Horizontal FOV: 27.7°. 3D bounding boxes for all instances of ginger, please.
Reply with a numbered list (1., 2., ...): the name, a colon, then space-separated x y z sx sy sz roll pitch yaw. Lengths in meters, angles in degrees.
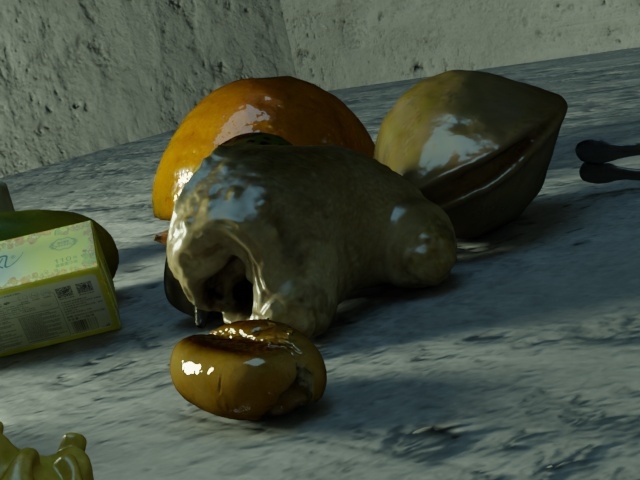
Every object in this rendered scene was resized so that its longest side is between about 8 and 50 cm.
1. ginger: 0.000 0.000 1.074 0.221 0.130 0.275 21 30 4

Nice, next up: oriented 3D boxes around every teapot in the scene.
1. teapot: -0.105 0.034 1.162 0.076 0.068 0.121 12 24 -13

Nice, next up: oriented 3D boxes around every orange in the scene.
1. orange: -0.066 -0.082 1.614 0.274 0.274 0.310 -4 38 39

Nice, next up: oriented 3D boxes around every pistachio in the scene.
1. pistachio: 0.146 -0.083 1.258 0.213 0.163 0.260 -36 13 6

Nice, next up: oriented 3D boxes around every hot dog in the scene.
1. hot dog: -0.053 0.088 0.858 0.090 0.060 0.140 -16 16 -39

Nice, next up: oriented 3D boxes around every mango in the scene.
1. mango: -0.282 0.017 1.288 0.137 0.091 0.237 -19 -9 8

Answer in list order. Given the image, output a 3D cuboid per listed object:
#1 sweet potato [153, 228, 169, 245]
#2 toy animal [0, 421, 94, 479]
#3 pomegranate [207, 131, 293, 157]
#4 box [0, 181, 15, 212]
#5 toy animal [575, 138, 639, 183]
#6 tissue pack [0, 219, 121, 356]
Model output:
1. sweet potato: -0.149 -0.003 1.533 0.095 0.034 0.034 -2 10 -2
2. toy animal: -0.138 0.153 0.608 0.070 0.083 0.159 13 13 -21
3. pomegranate: -0.047 -0.043 1.327 0.169 0.148 0.148 -18 11 -21
4. box: -0.458 0.013 1.539 0.210 0.129 0.148 -21 12 -36
5. toy animal: 0.456 -0.142 1.305 0.302 0.225 0.284 12 43 40
6. tissue pack: -0.278 0.050 1.174 0.176 0.095 0.062 -13 51 -4
